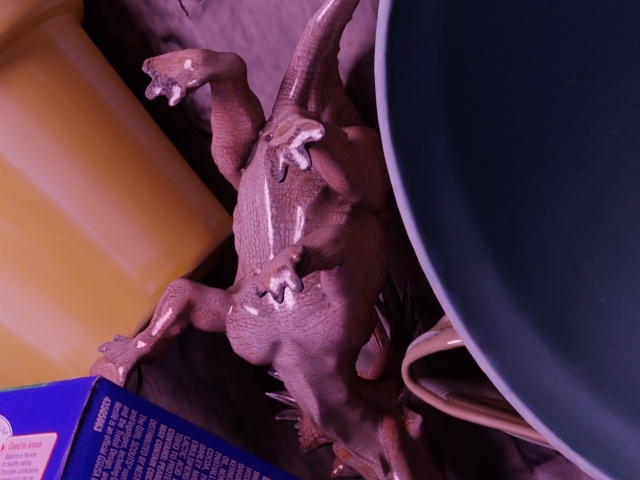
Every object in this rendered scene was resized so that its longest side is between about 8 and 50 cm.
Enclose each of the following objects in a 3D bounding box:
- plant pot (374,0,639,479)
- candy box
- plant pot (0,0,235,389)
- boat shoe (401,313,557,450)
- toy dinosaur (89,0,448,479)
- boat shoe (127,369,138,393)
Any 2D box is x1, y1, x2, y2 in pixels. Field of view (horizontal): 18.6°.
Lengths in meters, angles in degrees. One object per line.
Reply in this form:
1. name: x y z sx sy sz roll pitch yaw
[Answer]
1. plant pot: 0.193 -0.056 0.735 0.293 0.196 0.293 23 126 37
2. candy box: -0.078 0.194 1.073 0.317 0.122 0.268 31 156 -29
3. plant pot: -0.188 -0.024 1.138 0.239 0.254 0.254 39 137 2
4. boat shoe: 0.169 0.076 0.916 0.285 0.089 0.104 7 115 44
5. toy dinosaur: 0.000 0.000 1.030 0.127 0.200 0.296 4 85 35
6. boat shoe: -0.213 0.022 1.301 0.233 0.079 0.084 56 141 10
